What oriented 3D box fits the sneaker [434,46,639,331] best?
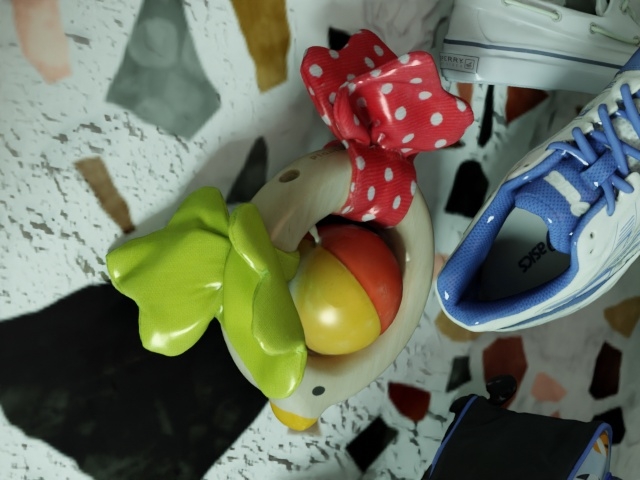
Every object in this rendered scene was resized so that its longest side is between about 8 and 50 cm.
[{"bbox_3d":[0.188,-0.040,0.920,0.131,0.112,0.296,-18,150,-55],"label":"sneaker"}]

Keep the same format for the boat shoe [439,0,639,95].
[{"bbox_3d":[0.186,-0.137,1.005,0.226,0.083,0.075,0,101,-34],"label":"boat shoe"}]

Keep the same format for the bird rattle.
[{"bbox_3d":[0.000,0.000,0.916,0.253,0.143,0.207,-48,135,-31],"label":"bird rattle"}]

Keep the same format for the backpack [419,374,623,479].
[{"bbox_3d":[0.129,0.269,0.968,0.276,0.213,0.263,-42,141,-48],"label":"backpack"}]
